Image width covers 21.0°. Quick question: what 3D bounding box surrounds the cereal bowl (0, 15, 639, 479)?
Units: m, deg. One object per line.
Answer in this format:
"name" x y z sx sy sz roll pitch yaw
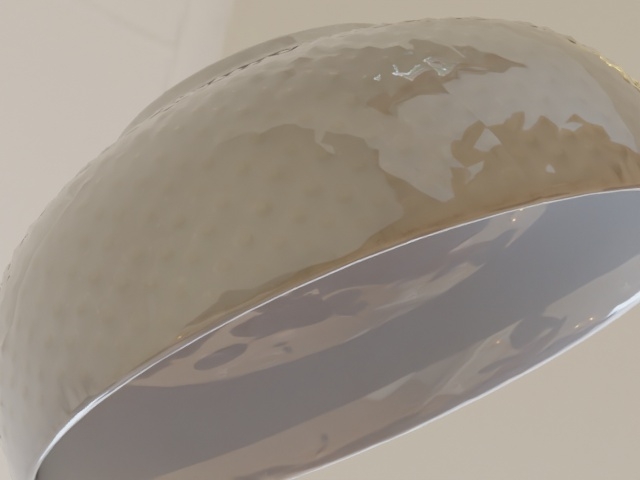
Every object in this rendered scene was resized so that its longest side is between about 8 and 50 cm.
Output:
"cereal bowl" 0.000 0.000 0.795 0.339 0.339 0.141 11 -127 -61
